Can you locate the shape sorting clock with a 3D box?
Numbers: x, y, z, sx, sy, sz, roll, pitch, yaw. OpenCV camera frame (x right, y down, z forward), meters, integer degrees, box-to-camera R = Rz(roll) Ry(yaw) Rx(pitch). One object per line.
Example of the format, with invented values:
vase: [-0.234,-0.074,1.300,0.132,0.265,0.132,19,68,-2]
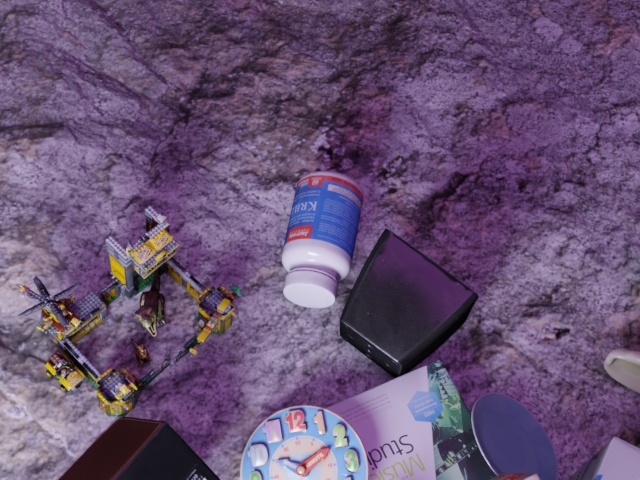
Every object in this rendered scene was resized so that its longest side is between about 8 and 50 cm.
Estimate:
shape sorting clock: [-0.027,0.361,1.571,0.206,0.040,0.206,-4,71,12]

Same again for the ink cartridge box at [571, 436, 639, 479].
ink cartridge box: [0.433,0.412,1.551,0.086,0.203,0.148,27,62,9]

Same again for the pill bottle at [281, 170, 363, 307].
pill bottle: [0.000,0.000,1.754,0.124,0.124,0.221,12,60,-2]

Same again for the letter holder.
letter holder: [-0.322,0.423,1.487,0.152,0.214,0.302,51,62,-17]

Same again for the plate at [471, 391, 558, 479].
plate: [0.312,0.336,1.640,0.188,0.024,0.188,26,41,-25]

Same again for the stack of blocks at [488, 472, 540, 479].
stack of blocks: [0.308,0.495,1.467,0.087,0.171,0.297,-21,83,-18]

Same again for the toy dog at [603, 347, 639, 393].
toy dog: [0.742,0.092,1.726,0.395,0.284,0.408,29,61,-1]

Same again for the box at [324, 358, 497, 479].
box: [0.166,0.377,1.615,0.232,0.058,0.322,-21,69,-18]

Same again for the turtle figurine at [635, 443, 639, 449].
turtle figurine: [0.562,0.405,1.515,0.275,0.198,0.266,-40,52,4]

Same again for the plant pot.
plant pot: [0.132,0.123,1.685,0.188,0.187,0.167,36,76,11]

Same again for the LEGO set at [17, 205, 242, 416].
LEGO set: [-0.297,0.106,1.617,0.331,0.192,0.255,-32,71,-22]
